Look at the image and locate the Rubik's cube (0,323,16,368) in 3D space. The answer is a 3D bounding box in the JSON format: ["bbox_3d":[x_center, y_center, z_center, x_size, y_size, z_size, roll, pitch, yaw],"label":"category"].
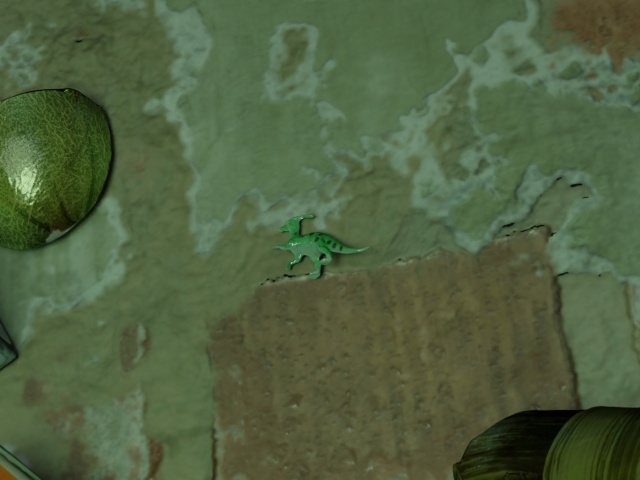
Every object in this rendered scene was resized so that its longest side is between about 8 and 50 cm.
[{"bbox_3d":[-0.412,0.044,1.209,0.205,0.207,0.205,-34,59,-3],"label":"Rubik's cube"}]

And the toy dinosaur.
[{"bbox_3d":[0.000,0.000,1.215,0.083,0.021,0.062,-17,49,10],"label":"toy dinosaur"}]

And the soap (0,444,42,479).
[{"bbox_3d":[-0.247,0.272,1.088,0.182,0.138,0.199,32,78,28],"label":"soap"}]

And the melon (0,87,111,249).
[{"bbox_3d":[-0.257,-0.063,1.287,0.160,0.079,0.128,-32,59,-1],"label":"melon"}]

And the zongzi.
[{"bbox_3d":[0.245,0.244,0.979,0.286,0.288,0.134,-7,21,46],"label":"zongzi"}]
